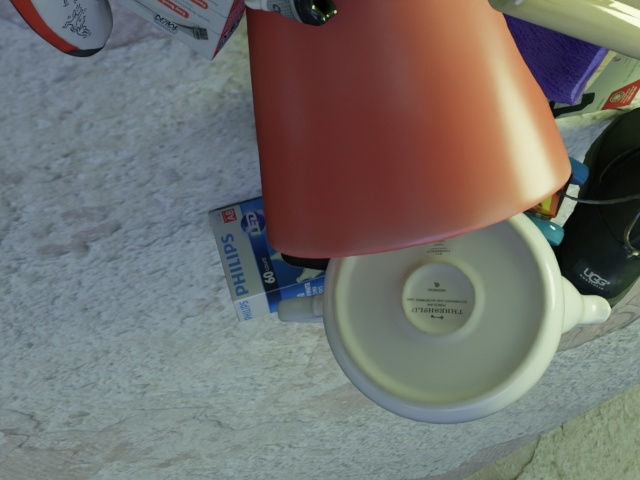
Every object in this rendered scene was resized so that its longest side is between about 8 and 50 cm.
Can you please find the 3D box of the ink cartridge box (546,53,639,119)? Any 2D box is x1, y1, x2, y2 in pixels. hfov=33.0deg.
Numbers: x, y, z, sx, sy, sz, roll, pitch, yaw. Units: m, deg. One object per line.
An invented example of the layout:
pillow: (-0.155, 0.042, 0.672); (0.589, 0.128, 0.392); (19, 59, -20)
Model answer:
ink cartridge box: (0.285, -0.201, 1.236); (0.175, 0.072, 0.127); (-12, 155, -13)

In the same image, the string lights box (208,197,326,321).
string lights box: (0.000, 0.000, 1.390); (0.259, 0.133, 0.077); (-16, 156, -4)

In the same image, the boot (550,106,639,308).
boot: (0.448, -0.143, 1.213); (0.146, 0.367, 0.445); (31, 142, 1)

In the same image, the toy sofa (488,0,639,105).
toy sofa: (0.093, -0.264, 0.638); (0.150, 0.363, 0.177); (7, 140, -43)

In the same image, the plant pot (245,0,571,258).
plant pot: (0.057, -0.142, 0.929); (0.275, 0.243, 0.275); (-14, -165, 4)

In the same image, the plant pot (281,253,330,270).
plant pot: (0.059, -0.084, 1.194); (0.187, 0.188, 0.167); (9, 133, -24)

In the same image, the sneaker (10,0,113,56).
sneaker: (-0.182, -0.242, 0.821); (0.145, 0.090, 0.270); (-20, 153, 9)

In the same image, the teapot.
teapot: (0.122, 0.068, 1.101); (0.252, 0.256, 0.187); (-46, 167, 1)

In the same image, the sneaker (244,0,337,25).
sneaker: (0.008, -0.224, 0.769); (0.170, 0.074, 0.063); (-61, 176, 35)

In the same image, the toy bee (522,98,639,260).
toy bee: (0.221, -0.074, 1.169); (0.162, 0.195, 0.298); (24, 156, -26)

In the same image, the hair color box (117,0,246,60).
hair color box: (-0.091, -0.226, 0.822); (0.093, 0.053, 0.167); (32, 143, -1)
